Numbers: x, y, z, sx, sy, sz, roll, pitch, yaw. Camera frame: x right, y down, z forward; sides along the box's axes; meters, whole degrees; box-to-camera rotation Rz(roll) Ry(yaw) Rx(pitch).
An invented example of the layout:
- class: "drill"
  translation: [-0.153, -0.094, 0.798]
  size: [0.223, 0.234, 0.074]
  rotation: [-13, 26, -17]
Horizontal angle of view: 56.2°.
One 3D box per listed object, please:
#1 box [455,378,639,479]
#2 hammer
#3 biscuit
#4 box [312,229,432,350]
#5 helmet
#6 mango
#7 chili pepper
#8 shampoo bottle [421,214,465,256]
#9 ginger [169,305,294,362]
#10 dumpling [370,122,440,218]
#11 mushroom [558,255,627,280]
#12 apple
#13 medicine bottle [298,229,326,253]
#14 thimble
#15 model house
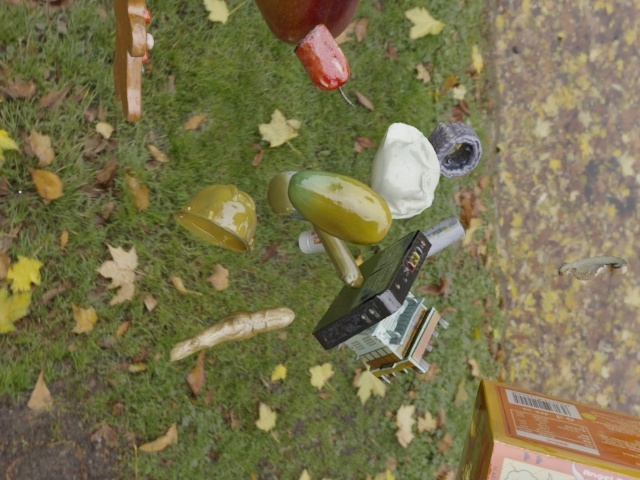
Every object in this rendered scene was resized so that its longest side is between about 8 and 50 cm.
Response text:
- class: "box"
  translation: [0.335, 0.374, 0.811]
  size: [0.283, 0.214, 0.260]
  rotation: [12, 100, 9]
- class: "hammer"
  translation: [0.015, -0.021, 1.320]
  size: [0.202, 0.113, 0.305]
  rotation: [-2, 54, -45]
- class: "biscuit"
  translation: [-0.333, -0.375, 1.066]
  size: [0.049, 0.205, 0.324]
  rotation: [-7, 133, -24]
- class: "box"
  translation: [0.122, 0.100, 1.317]
  size: [0.058, 0.211, 0.350]
  rotation: [53, 31, -6]
- class: "helmet"
  translation: [-0.243, -0.071, 1.507]
  size: [0.205, 0.257, 0.140]
  rotation: [37, 75, -32]
- class: "mango"
  translation: [0.031, -0.060, 1.034]
  size: [0.194, 0.130, 0.092]
  rotation: [29, 63, -21]
- class: "chili pepper"
  translation: [0.022, -0.364, 1.288]
  size: [0.192, 0.086, 0.084]
  rotation: [53, 39, -21]
- class: "shampoo bottle"
  translation: [0.275, 0.011, 1.579]
  size: [0.214, 0.072, 0.072]
  rotation: [-30, 108, 1]
- class: "ginger"
  translation: [-0.226, 0.227, 1.519]
  size: [0.333, 0.148, 0.081]
  rotation: [-13, 99, -40]
- class: "dumpling"
  translation: [0.222, -0.174, 1.557]
  size: [0.179, 0.131, 0.252]
  rotation: [7, 95, 0]
- class: "mushroom"
  translation: [0.403, 0.042, 0.887]
  size: [0.049, 0.101, 0.019]
  rotation: [-35, 108, -37]
- class: "apple"
  translation: [-0.028, -0.655, 1.506]
  size: [0.288, 0.317, 0.288]
  rotation: [11, 65, -24]
- class: "medicine bottle"
  translation: [0.000, 0.000, 1.403]
  size: [0.057, 0.089, 0.057]
  rotation: [17, 70, -54]
- class: "thimble"
  translation: [0.371, -0.256, 1.684]
  size: [0.150, 0.098, 0.150]
  rotation: [-6, 133, -7]
- class: "model house"
  translation: [0.182, 0.237, 1.592]
  size: [0.215, 0.198, 0.224]
  rotation: [43, 53, -8]
